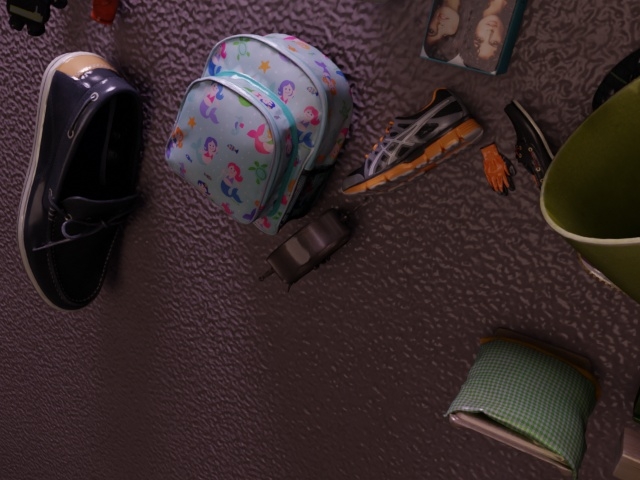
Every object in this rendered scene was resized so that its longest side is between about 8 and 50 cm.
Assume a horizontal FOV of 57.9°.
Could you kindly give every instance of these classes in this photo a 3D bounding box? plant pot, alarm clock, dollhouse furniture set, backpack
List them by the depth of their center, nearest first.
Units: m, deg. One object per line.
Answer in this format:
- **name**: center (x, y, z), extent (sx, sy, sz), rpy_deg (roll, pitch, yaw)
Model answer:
- **plant pot**: center (0.404, 0.002, 0.522), extent (0.274, 0.275, 0.293), rpy_deg (-33, 110, 34)
- **dollhouse furniture set**: center (0.329, 0.165, 0.688), extent (0.301, 0.197, 0.152), rpy_deg (18, 118, 23)
- **backpack**: center (-0.085, -0.160, 0.824), extent (0.225, 0.191, 0.254), rpy_deg (38, 117, 14)
- **alarm clock**: center (0.000, 0.000, 0.864), extent (0.192, 0.129, 0.064), rpy_deg (-42, 86, 18)

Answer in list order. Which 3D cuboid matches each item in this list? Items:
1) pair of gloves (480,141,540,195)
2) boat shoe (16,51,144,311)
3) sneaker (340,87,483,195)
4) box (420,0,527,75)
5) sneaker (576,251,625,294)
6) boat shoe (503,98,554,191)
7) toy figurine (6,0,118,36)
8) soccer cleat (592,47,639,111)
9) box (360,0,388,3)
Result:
- **pair of gloves**: center (0.253, -0.098, 0.748), extent (0.083, 0.010, 0.074), rpy_deg (-15, 99, 32)
- **boat shoe**: center (-0.422, -0.075, 1.047), extent (0.155, 0.186, 0.501), rpy_deg (27, 114, 26)
- **sneaker**: center (0.113, -0.124, 0.786), extent (0.214, 0.084, 0.083), rpy_deg (-29, 79, 31)
- **box**: center (0.197, -0.325, 0.667), extent (0.100, 0.060, 0.245), rpy_deg (21, 117, 22)
- **sneaker**: center (0.403, 0.032, 0.682), extent (0.185, 0.069, 0.084), rpy_deg (25, 111, 13)
- **boat shoe**: center (0.259, -0.109, 0.705), extent (0.042, 0.049, 0.133), rpy_deg (-30, 98, 20)
- **toy figurine**: center (-0.420, -0.441, 0.890), extent (0.209, 0.213, 0.148), rpy_deg (48, 136, 12)
- **soccer cleat**: center (0.369, -0.189, 0.610), extent (0.179, 0.072, 0.060), rpy_deg (-37, 88, 34)
- **box**: center (0.097, -0.392, 0.588), extent (0.311, 0.147, 0.121), rpy_deg (-29, 75, 53)
